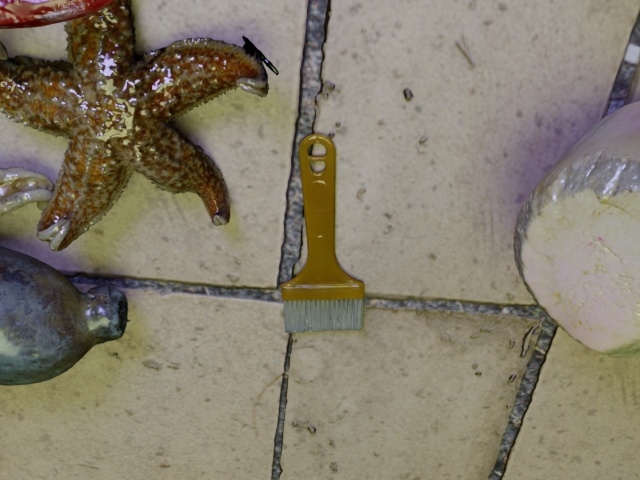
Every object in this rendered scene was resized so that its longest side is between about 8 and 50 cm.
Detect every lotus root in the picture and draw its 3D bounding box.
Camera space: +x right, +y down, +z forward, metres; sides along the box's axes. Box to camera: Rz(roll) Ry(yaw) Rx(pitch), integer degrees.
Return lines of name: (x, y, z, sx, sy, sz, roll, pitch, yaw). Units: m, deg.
lotus root: (-0.398, 0.085, 0.820, 0.350, 0.175, 0.175, 11, 122, -7)

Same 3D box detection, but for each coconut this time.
coconut: (0.331, -0.015, 0.725, 0.239, 0.244, 0.239, 21, 125, 33)

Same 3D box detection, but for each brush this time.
brush: (0.000, 0.000, 0.854, 0.103, 0.013, 0.272, -2, 122, 1)

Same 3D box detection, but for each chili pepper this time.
chili pepper: (-0.300, -0.203, 0.631, 0.268, 0.050, 0.059, 1, 150, 5)

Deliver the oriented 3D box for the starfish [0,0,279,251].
starfish: (-0.183, -0.126, 0.720, 0.303, 0.113, 0.312, -20, 118, 13)

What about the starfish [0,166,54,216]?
starfish: (-0.520, -0.136, 0.725, 0.432, 0.082, 0.323, -9, 114, -1)
